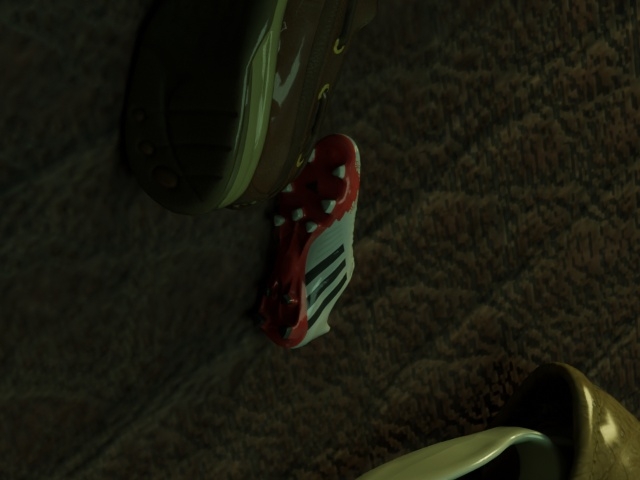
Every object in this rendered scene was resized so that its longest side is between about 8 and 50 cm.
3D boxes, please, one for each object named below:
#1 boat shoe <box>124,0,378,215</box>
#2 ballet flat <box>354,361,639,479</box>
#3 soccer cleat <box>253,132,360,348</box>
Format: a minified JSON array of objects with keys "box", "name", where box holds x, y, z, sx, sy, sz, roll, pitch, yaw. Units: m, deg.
[{"box":[-0.011,-0.094,0.617,0.060,0.064,0.178,-3,116,-50],"name":"boat shoe"},{"box":[0.017,0.167,0.737,0.342,0.116,0.124,-40,112,-26],"name":"ballet flat"},{"box":[0.000,0.000,0.694,0.035,0.029,0.083,-6,115,-53],"name":"soccer cleat"}]
